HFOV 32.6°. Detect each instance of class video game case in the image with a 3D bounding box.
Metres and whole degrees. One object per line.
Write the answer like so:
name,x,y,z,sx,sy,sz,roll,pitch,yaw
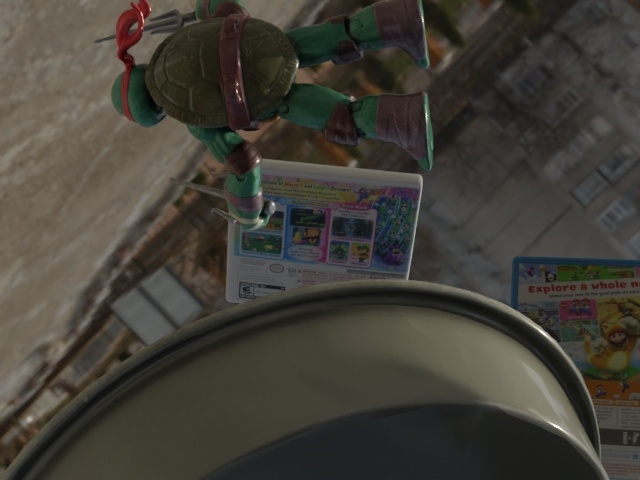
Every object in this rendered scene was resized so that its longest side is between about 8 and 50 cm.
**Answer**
video game case,0.170,0.092,0.642,0.015,0.119,0.166,59,35,-69
video game case,0.000,0.000,0.927,0.019,0.157,0.143,-83,179,-55

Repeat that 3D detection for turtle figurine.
turtle figurine,-0.046,-0.096,0.715,0.234,0.175,0.118,-3,176,10

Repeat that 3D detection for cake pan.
cake pan,0.001,0.154,0.450,0.293,0.293,0.054,-45,-144,7
